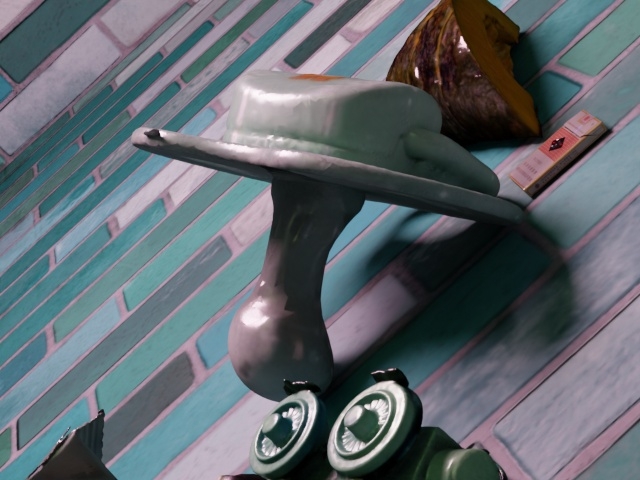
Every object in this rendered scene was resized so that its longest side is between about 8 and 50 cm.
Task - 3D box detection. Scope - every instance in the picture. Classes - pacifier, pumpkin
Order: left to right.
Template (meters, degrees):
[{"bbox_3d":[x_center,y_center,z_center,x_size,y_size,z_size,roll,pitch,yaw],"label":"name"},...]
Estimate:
[{"bbox_3d":[0.000,0.000,1.078,0.343,0.288,0.269,16,93,44],"label":"pacifier"},{"bbox_3d":[0.105,-0.147,1.264,0.163,0.111,0.278,-39,22,22],"label":"pumpkin"}]

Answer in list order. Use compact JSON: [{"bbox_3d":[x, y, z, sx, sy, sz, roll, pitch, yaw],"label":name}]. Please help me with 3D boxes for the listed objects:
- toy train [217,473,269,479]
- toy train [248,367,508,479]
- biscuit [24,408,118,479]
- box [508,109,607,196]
[{"bbox_3d":[-0.052,0.239,0.695,0.137,0.090,0.226,-18,73,52],"label":"toy train"},{"bbox_3d":[0.014,0.177,0.812,0.203,0.112,0.163,-15,41,51],"label":"toy train"},{"bbox_3d":[-0.155,0.268,0.771,0.079,0.186,0.309,3,32,-6],"label":"biscuit"},{"bbox_3d":[0.195,-0.073,1.091,0.083,0.012,0.046,-42,20,6],"label":"box"}]
